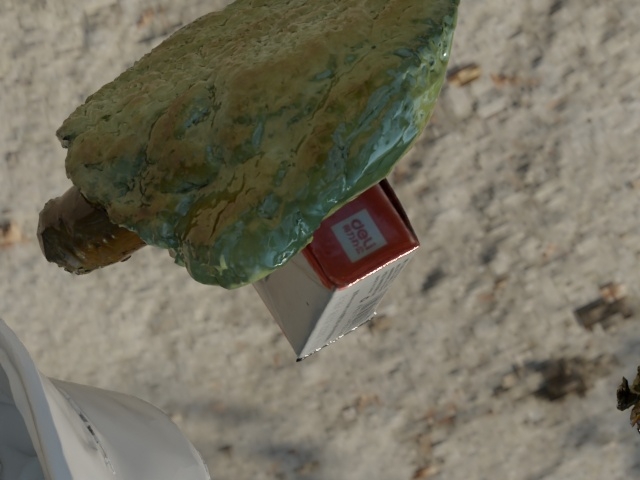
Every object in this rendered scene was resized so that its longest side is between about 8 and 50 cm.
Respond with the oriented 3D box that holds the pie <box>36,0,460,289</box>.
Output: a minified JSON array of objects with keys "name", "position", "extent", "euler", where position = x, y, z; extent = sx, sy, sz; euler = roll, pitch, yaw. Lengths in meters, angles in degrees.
[{"name":"pie","position":[-0.039,-0.084,0.898],"extent":[0.105,0.274,0.257],"euler":[50,61,-32]}]

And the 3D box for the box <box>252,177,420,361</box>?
[{"name":"box","position":[0.000,0.000,1.222],"extent":[0.099,0.133,0.182],"euler":[-27,165,-19]}]

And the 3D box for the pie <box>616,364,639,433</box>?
[{"name":"pie","position":[0.387,0.095,1.205],"extent":[0.308,0.085,0.308],"euler":[-13,176,-1]}]

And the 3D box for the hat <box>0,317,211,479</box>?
[{"name":"hat","position":[-0.107,0.112,0.497],"extent":[0.203,0.203,0.126],"euler":[-45,152,26]}]
